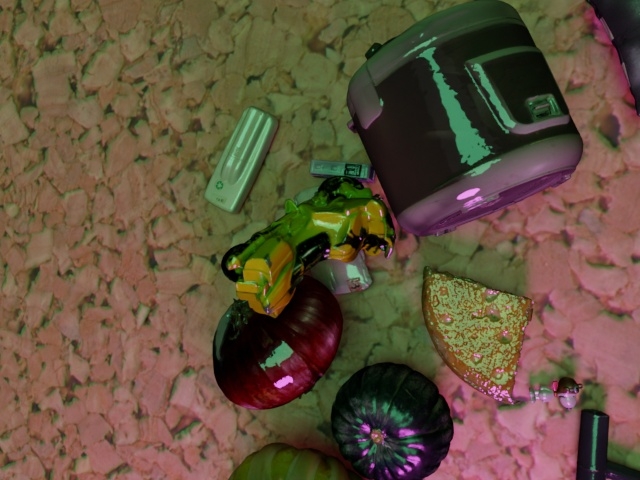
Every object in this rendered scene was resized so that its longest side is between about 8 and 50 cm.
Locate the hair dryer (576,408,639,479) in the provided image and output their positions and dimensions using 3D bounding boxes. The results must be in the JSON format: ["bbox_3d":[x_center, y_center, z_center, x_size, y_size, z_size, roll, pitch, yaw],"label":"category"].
[{"bbox_3d":[0.541,0.387,0.879,0.195,0.050,0.173,3,89,13],"label":"hair dryer"}]

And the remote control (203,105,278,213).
[{"bbox_3d":[-0.172,-0.174,1.112,0.090,0.049,0.230,28,97,18],"label":"remote control"}]

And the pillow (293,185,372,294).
[{"bbox_3d":[0.022,-0.003,1.046,0.128,0.051,0.229,-16,82,23],"label":"pillow"}]

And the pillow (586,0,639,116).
[{"bbox_3d":[0.578,-0.348,0.867,0.186,0.106,0.249,-21,84,7],"label":"pillow"}]

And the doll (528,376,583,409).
[{"bbox_3d":[0.417,0.268,0.923,0.085,0.040,0.058,10,101,16],"label":"doll"}]

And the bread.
[{"bbox_3d":[-0.010,0.506,0.944,0.333,0.160,0.332,8,119,15],"label":"bread"}]

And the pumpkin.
[{"bbox_3d":[0.127,0.332,0.942,0.221,0.162,0.220,0,91,27],"label":"pumpkin"}]

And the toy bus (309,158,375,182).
[{"bbox_3d":[0.044,-0.141,1.044,0.131,0.052,0.036,8,87,17],"label":"toy bus"}]

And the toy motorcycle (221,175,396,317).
[{"bbox_3d":[0.000,0.002,0.894,0.206,0.342,0.142,23,138,38],"label":"toy motorcycle"}]

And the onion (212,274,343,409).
[{"bbox_3d":[-0.063,0.207,0.975,0.273,0.273,0.285,-28,114,14],"label":"onion"}]

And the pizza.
[{"bbox_3d":[0.299,0.154,0.953,0.197,0.058,0.292,-36,80,11],"label":"pizza"}]

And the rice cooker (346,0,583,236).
[{"bbox_3d":[0.229,-0.202,0.858,0.335,0.335,0.325,-24,80,14],"label":"rice cooker"}]
